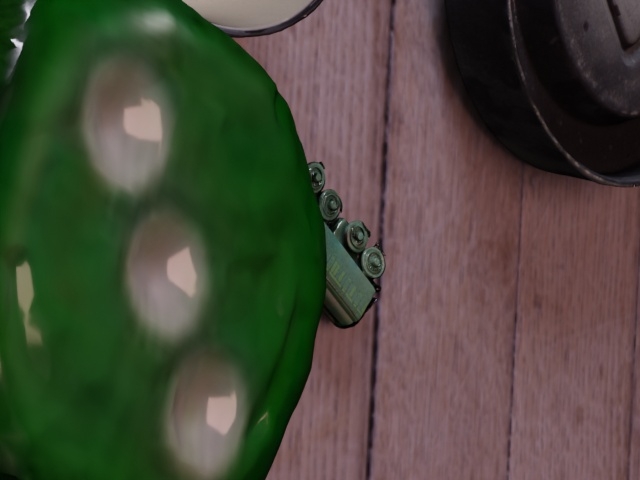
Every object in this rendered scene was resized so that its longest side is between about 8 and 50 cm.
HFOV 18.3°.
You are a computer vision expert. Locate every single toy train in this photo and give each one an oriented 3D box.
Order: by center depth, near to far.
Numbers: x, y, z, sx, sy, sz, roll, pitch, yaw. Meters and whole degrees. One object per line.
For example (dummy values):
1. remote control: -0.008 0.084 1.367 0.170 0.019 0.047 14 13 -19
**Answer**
1. toy train: 0.000 0.000 1.525 0.071 0.038 0.148 -55 126 -25

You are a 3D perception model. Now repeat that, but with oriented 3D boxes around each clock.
1. clock: 0.249 -0.239 1.711 0.386 0.076 0.386 -9 103 -46

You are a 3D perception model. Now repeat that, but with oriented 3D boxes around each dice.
1. dice: -0.190 0.014 1.151 0.300 0.287 0.297 36 63 -46

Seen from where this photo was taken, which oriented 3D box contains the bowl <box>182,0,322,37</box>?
1. bowl: -0.096 -0.253 1.365 0.238 0.126 0.237 -2 93 -44
